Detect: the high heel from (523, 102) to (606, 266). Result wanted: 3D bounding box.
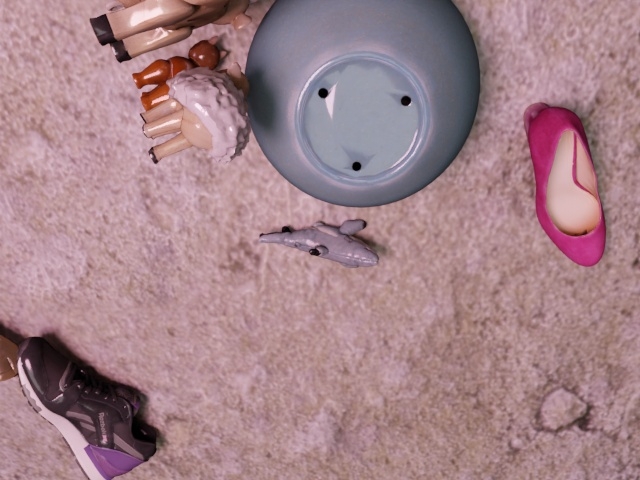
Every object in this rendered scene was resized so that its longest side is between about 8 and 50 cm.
[{"bbox_3d":[0.316,-0.053,0.719,0.082,0.117,0.244,-18,112,11],"label":"high heel"}]

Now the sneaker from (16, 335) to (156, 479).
[{"bbox_3d":[-0.359,0.251,0.926,0.124,0.107,0.283,-24,115,-2],"label":"sneaker"}]

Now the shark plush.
[{"bbox_3d":[0.000,0.000,0.790,0.161,0.067,0.073,19,114,-5],"label":"shark plush"}]

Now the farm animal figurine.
[{"bbox_3d":[-0.144,-0.270,0.569,0.172,0.327,0.330,-22,119,-7],"label":"farm animal figurine"}]

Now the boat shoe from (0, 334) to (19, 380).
[{"bbox_3d":[-0.555,0.142,0.887,0.223,0.080,0.073,37,146,-5],"label":"boat shoe"}]

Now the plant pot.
[{"bbox_3d":[0.046,-0.154,0.648,0.290,0.195,0.290,1,115,3],"label":"plant pot"}]
